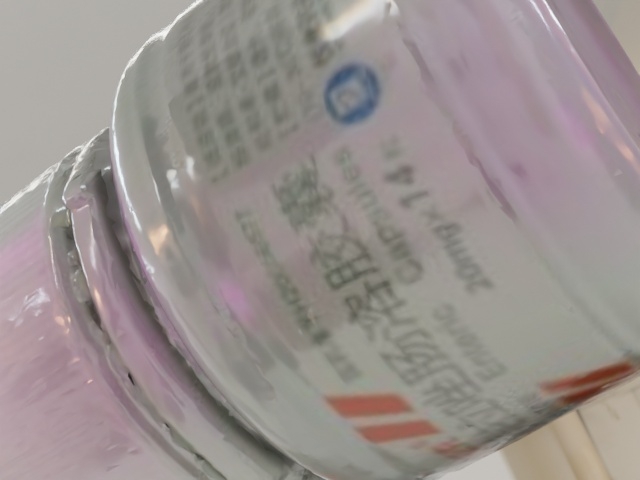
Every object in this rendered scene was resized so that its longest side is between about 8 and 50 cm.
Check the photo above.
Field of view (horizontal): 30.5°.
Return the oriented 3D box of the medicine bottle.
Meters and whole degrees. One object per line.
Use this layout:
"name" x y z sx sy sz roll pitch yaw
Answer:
"medicine bottle" 0.000 0.000 0.570 0.324 0.256 0.256 -31 -29 20
